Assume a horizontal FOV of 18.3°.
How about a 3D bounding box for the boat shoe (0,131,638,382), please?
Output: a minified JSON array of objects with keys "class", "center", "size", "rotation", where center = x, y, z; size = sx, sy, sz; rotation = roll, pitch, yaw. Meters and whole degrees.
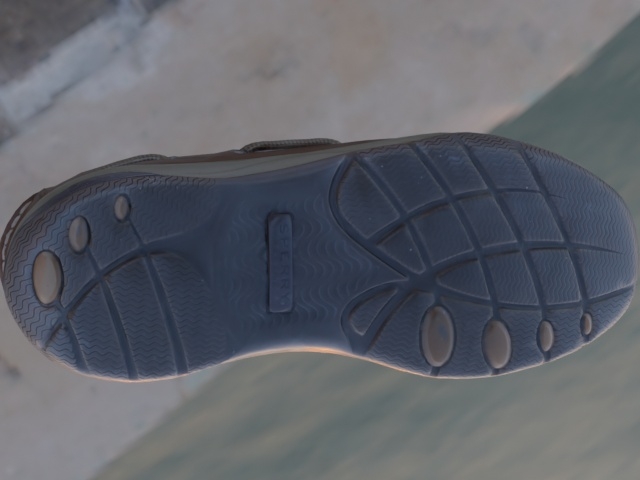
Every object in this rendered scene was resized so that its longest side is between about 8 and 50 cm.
[{"class":"boat shoe","center":[0.000,0.000,0.969],"size":[0.324,0.116,0.123],"rotation":[2,99,-21]}]
